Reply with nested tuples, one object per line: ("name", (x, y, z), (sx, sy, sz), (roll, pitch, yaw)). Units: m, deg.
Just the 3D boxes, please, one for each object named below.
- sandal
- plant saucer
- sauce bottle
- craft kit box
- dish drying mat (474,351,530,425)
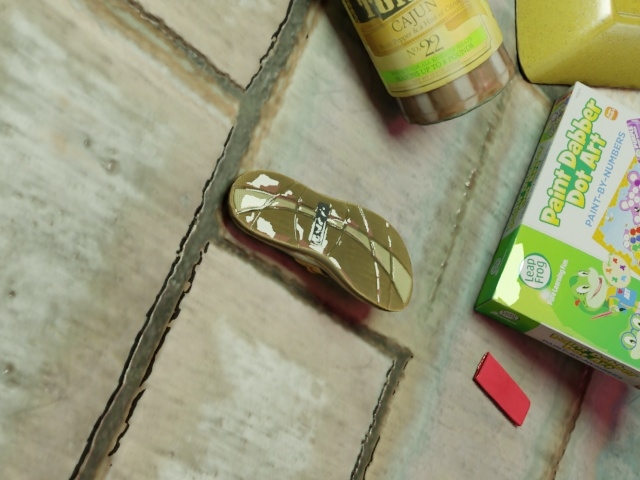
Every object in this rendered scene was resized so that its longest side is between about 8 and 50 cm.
("sandal", (0.000, 0.000, 0.818), (0.180, 0.049, 0.072), (27, 67, -21))
("plant saucer", (0.344, -0.331, 1.069), (0.333, 0.081, 0.332), (-4, 93, -37))
("sauce bottle", (0.041, -0.258, 0.811), (0.111, 0.111, 0.344), (-45, 115, -30))
("craft kit box", (0.307, 0.007, 0.989), (0.247, 0.061, 0.249), (25, 72, -2))
("dish drying mat", (0.177, 0.145, 0.985), (0.083, 0.008, 0.032), (47, 61, -28))
